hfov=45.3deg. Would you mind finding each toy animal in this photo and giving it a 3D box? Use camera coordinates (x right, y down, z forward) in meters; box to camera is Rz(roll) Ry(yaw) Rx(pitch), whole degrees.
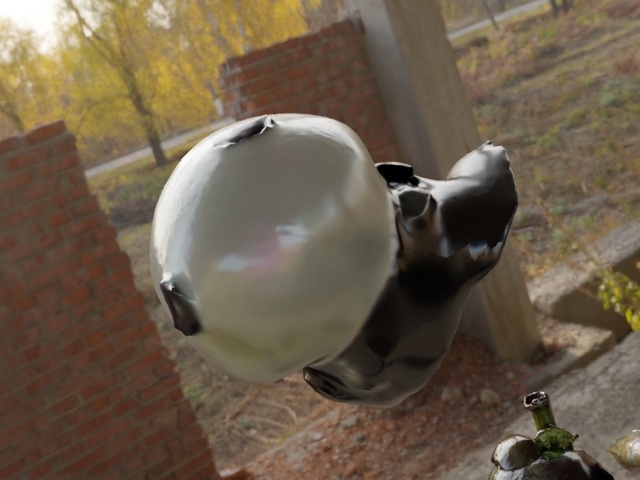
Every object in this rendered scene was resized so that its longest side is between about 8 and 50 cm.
[{"bbox_3d":[0.000,0.000,0.411,0.179,0.166,0.138,17,-8,-29],"label":"toy animal"}]

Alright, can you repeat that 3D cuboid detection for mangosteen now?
[{"bbox_3d":[0.410,0.417,1.352,0.231,0.289,0.231,2,1,0],"label":"mangosteen"}]

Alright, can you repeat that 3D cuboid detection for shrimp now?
[{"bbox_3d":[0.595,0.374,1.335,0.168,0.077,0.317,5,-11,9],"label":"shrimp"}]
